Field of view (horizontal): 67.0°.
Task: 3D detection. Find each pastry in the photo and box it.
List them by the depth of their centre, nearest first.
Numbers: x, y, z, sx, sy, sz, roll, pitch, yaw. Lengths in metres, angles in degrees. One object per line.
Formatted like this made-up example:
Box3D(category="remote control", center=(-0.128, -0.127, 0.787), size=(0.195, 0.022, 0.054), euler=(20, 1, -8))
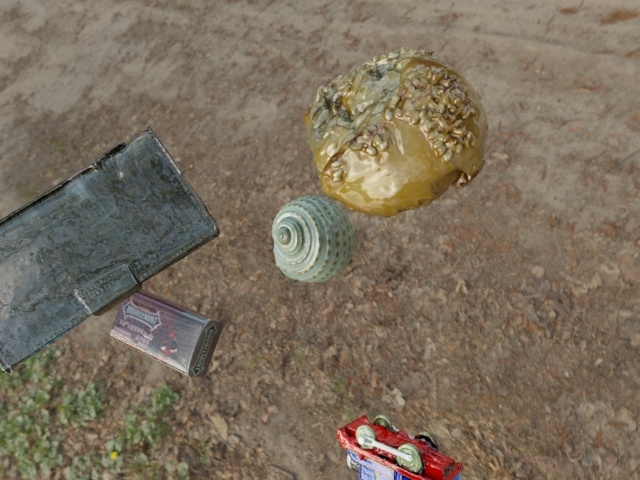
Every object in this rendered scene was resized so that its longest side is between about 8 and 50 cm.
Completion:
Box3D(category="pastry", center=(0.099, -0.177, 0.706), size=(0.255, 0.162, 0.311), euler=(-23, 39, 7))

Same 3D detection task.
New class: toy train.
Box3D(category="toy train", center=(0.129, 0.381, 0.812), size=(0.204, 0.082, 0.131), euler=(8, 100, 41))

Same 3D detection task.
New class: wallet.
Box3D(category="wallet", center=(-0.302, 0.010, 0.611), size=(0.317, 0.169, 0.044), euler=(-35, 5, -6))

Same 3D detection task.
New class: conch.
Box3D(category="conch", center=(0.003, 0.001, 0.932), size=(0.131, 0.199, 0.172), euler=(14, 102, 63))

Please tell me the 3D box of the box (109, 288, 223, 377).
Box3D(category="box", center=(-0.314, 0.182, 0.977), size=(0.224, 0.069, 0.120), euler=(17, 83, 27))
